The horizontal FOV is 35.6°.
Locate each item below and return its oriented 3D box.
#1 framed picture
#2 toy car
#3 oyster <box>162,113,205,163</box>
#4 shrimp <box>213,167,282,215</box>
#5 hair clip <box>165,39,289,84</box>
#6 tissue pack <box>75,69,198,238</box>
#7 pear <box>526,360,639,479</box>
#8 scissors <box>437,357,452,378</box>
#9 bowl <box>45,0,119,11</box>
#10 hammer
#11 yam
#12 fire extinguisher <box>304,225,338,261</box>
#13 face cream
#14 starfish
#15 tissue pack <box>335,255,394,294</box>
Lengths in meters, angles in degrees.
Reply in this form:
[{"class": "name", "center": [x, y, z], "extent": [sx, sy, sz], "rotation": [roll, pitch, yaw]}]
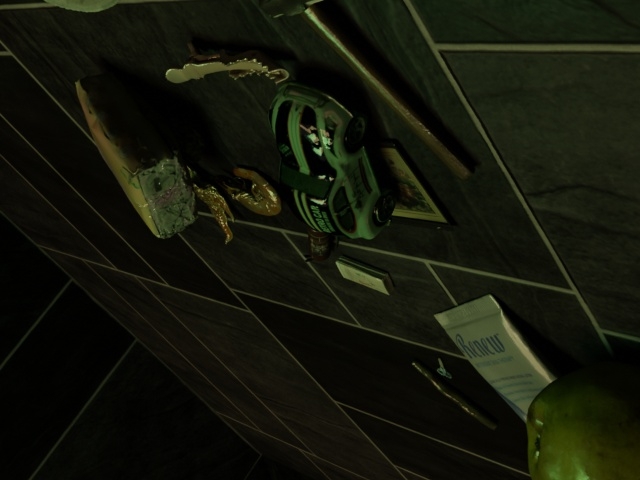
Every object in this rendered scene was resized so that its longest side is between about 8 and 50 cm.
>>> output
[{"class": "framed picture", "center": [0.094, -0.089, 1.526], "extent": [0.195, 0.010, 0.199], "rotation": [10, 147, 49]}, {"class": "toy car", "center": [0.006, -0.097, 1.455], "extent": [0.136, 0.125, 0.305], "rotation": [23, 157, 31]}, {"class": "oyster", "center": [-0.256, -0.186, 1.813], "extent": [0.100, 0.037, 0.098], "rotation": [37, 159, -3]}, {"class": "shrimp", "center": [-0.137, -0.096, 1.814], "extent": [0.163, 0.045, 0.095], "rotation": [27, 158, 26]}, {"class": "hair clip", "center": [-0.127, -0.260, 1.446], "extent": [0.226, 0.072, 0.034], "rotation": [7, 151, 36]}, {"class": "tissue pack", "center": [-0.324, -0.160, 1.782], "extent": [0.256, 0.123, 0.215], "rotation": [54, 164, 31]}, {"class": "pear", "center": [0.491, 0.338, 1.498], "extent": [0.375, 0.287, 0.287], "rotation": [19, 157, 8]}, {"class": "scissors", "center": [0.250, 0.260, 2.049], "extent": [0.036, 0.006, 0.083], "rotation": [24, 157, 31]}, {"class": "bowl", "center": [-0.322, -0.473, 1.068], "extent": [0.435, 0.196, 0.434], "rotation": [30, 158, 13]}, {"class": "hammer", "center": [0.078, -0.205, 1.270], "extent": [0.365, 0.043, 0.111], "rotation": [42, 157, -24]}, {"class": "yam", "center": [0.284, 0.328, 2.123], "extent": [0.234, 0.029, 0.027], "rotation": [39, 132, -6]}, {"class": "fire extinguisher", "center": [0.000, 0.000, 1.818], "extent": [0.064, 0.043, 0.158], "rotation": [-9, 156, -3]}, {"class": "face cream", "center": [0.386, 0.265, 1.750], "extent": [0.420, 0.137, 0.235], "rotation": [48, 160, -2]}, {"class": "starfish", "center": [-0.251, -0.110, 1.962], "extent": [0.247, 0.050, 0.138], "rotation": [46, 157, 4]}, {"class": "tissue pack", "center": [0.083, 0.064, 1.856], "extent": [0.108, 0.023, 0.056], "rotation": [22, 155, 32]}]
